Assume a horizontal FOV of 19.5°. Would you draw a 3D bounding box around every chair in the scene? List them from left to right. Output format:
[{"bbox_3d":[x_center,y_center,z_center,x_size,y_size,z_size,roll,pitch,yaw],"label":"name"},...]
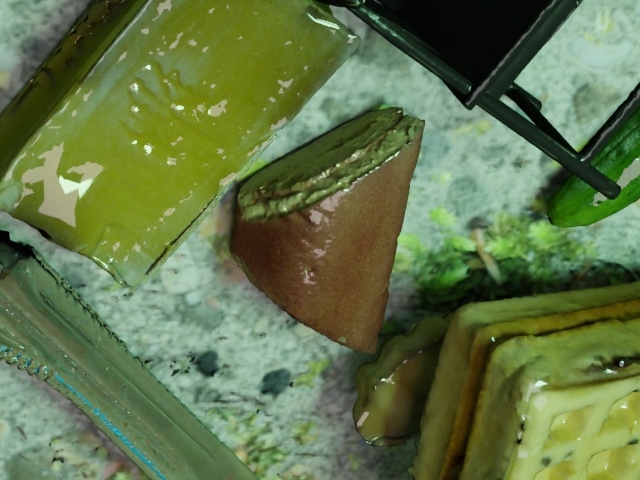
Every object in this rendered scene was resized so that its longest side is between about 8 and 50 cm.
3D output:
[{"bbox_3d":[0.113,-0.159,1.190,0.260,0.154,0.141,31,105,-34],"label":"chair"}]

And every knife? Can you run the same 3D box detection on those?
[{"bbox_3d":[-0.153,0.111,1.315,0.089,0.043,0.365,-56,129,-18],"label":"knife"}]

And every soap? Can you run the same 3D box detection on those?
[{"bbox_3d":[-0.100,-0.093,1.198,0.135,0.076,0.233,34,103,-33],"label":"soap"}]

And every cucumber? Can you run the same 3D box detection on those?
[{"bbox_3d":[0.262,-0.093,1.335,0.250,0.056,0.056,-44,123,13],"label":"cucumber"}]

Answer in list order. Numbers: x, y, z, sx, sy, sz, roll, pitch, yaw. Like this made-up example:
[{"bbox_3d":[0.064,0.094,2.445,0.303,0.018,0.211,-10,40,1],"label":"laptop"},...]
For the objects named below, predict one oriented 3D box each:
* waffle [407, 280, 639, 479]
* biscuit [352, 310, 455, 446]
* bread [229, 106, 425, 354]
[{"bbox_3d":[0.245,0.157,1.392,0.376,0.114,0.261,-7,119,-33],"label":"waffle"},{"bbox_3d":[0.112,0.101,1.396,0.183,0.061,0.118,13,114,-27],"label":"biscuit"},{"bbox_3d":[0.000,0.000,1.291,0.119,0.067,0.192,-2,120,-18],"label":"bread"}]
